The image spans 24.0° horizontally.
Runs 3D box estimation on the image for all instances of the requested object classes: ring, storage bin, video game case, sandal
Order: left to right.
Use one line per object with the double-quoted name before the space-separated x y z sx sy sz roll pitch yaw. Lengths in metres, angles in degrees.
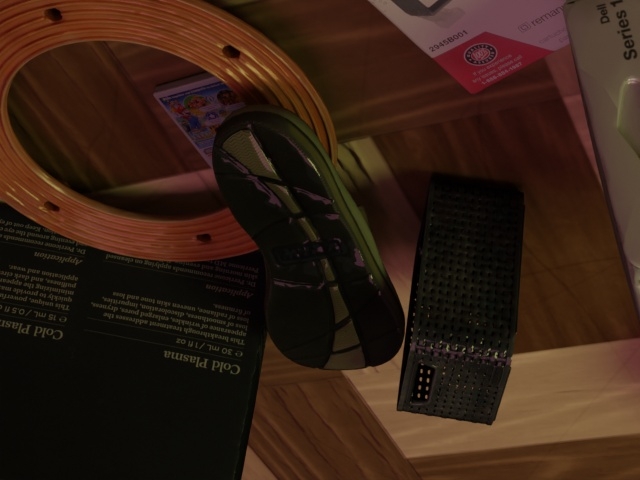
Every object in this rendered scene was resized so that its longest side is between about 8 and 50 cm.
"ring" -0.151 -0.095 1.247 0.336 0.032 0.337 7 142 6
"video game case" -0.073 -0.096 1.262 0.087 0.011 0.122 -12 138 26
"sandal" 0.001 -0.001 1.249 0.120 0.086 0.303 -3 131 17
"storage bin" 0.119 0.051 1.269 0.084 0.180 0.122 8 142 1

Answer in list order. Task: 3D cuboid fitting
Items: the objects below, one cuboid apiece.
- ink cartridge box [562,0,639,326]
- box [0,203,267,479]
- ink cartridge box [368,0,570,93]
"ink cartridge box" 0.256 -0.034 1.036 0.117 0.201 0.278 -14 158 11
"box" -0.234 0.154 1.372 0.343 0.313 0.179 11 142 -1
"ink cartridge box" 0.096 -0.218 1.004 0.158 0.092 0.218 -26 128 37
